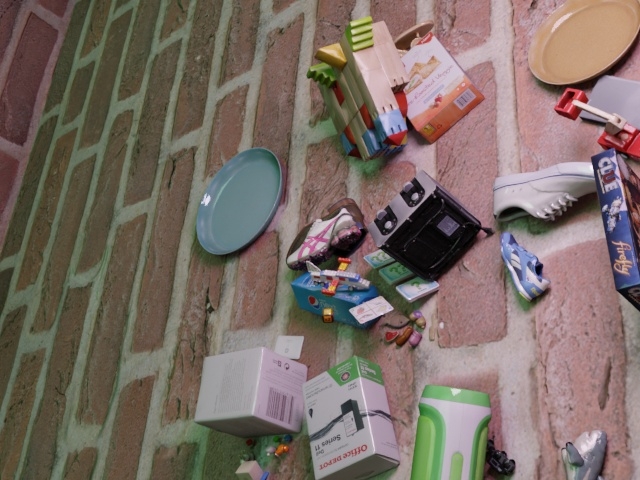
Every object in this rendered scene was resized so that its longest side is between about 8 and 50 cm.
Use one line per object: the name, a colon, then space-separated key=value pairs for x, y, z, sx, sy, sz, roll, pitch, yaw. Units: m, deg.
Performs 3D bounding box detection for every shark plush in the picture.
shark plush: x=0.413 y=0.371 z=1.172 sx=0.067 sy=0.073 sz=0.161 roll=-3 pitch=55 yaw=9

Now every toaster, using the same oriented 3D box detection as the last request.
toaster: x=0.211 y=-0.027 z=1.521 sx=0.168 sy=0.186 sz=0.110 roll=-47 pitch=33 yaw=14

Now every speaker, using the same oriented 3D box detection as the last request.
speaker: x=0.209 y=0.395 z=1.273 sx=0.131 sy=0.131 sz=0.296 roll=-2 pitch=74 yaw=43

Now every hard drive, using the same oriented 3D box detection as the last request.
hard drive: x=0.561 y=-0.254 z=1.428 sx=0.135 sy=0.022 sz=0.094 roll=28 pitch=87 yaw=49

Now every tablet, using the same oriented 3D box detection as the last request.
tablet: x=-0.073 y=0.243 z=1.751 sx=0.083 sy=0.006 sz=0.054 roll=-6 pitch=63 yaw=43

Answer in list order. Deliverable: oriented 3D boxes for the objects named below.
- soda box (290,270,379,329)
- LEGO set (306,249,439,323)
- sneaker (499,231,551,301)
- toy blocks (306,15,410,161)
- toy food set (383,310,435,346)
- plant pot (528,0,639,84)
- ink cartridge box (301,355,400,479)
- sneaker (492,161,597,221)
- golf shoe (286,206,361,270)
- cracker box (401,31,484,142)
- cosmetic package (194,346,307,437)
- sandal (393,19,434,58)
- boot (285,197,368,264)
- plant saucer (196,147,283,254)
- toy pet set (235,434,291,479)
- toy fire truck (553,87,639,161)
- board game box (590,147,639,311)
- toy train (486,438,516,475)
soda box: x=0.034 y=0.123 z=1.653 sx=0.067 sy=0.071 sz=0.210 roll=-37 pitch=31 yaw=-32
LEGO set: x=0.089 y=0.080 z=1.556 sx=0.244 sy=0.060 sz=0.182 roll=-22 pitch=38 yaw=-18
sneaker: x=0.375 y=0.041 z=1.409 sx=0.059 sy=0.053 sz=0.144 roll=-34 pitch=55 yaw=25
toy blocks: x=0.111 y=-0.303 z=1.731 sx=0.381 sy=0.191 sz=0.260 roll=139 pitch=110 yaw=-74
toy food set: x=0.173 y=0.179 z=1.542 sx=0.122 sy=0.019 sz=0.077 roll=-16 pitch=56 yaw=37
plant pot: x=0.529 y=-0.402 z=1.531 sx=0.236 sy=0.032 sz=0.236 roll=-28 pitch=44 yaw=31
ink cartridge box: x=0.056 y=0.355 z=1.497 sx=0.153 sy=0.087 sz=0.208 roll=-33 pitch=48 yaw=26
sneaker: x=0.427 y=-0.081 z=1.409 sx=0.258 sy=0.094 sz=0.091 roll=-10 pitch=70 yaw=54
golf shoe: x=0.000 y=0.000 z=1.701 sx=0.186 sy=0.067 sz=0.085 roll=-32 pitch=65 yaw=16
cracker box: x=0.252 y=-0.352 z=1.752 sx=0.156 sy=0.067 sz=0.232 roll=-41 pitch=43 yaw=18
cosmetic package: x=-0.149 y=0.332 z=1.660 sx=0.184 sy=0.151 sz=0.151 roll=-15 pitch=56 yaw=36
sandal: x=0.195 y=-0.443 z=1.876 sx=0.240 sy=0.088 sz=0.079 roll=-24 pitch=82 yaw=41
boot: x=0.014 y=0.006 z=1.754 sx=0.219 sy=0.082 sz=0.106 roll=-45 pitch=40 yaw=11
plant saucer: x=-0.211 y=-0.101 z=2.065 sx=0.318 sy=0.044 sz=0.317 roll=-22 pitch=53 yaw=33
toy pet set: x=-0.120 y=0.479 z=1.631 sx=0.122 sy=0.065 sz=0.114 roll=-15 pitch=21 yaw=34
toy fire truck: x=0.519 y=-0.196 z=1.348 sx=0.047 sy=0.135 sz=0.192 roll=-56 pitch=41 yaw=2
board game box: x=0.502 y=-0.006 z=1.228 sx=0.042 sy=0.165 sz=0.243 roll=-21 pitch=54 yaw=34
toy train: x=0.276 y=0.352 z=1.335 sx=0.158 sy=0.027 sz=0.036 roll=41 pitch=108 yaw=48
